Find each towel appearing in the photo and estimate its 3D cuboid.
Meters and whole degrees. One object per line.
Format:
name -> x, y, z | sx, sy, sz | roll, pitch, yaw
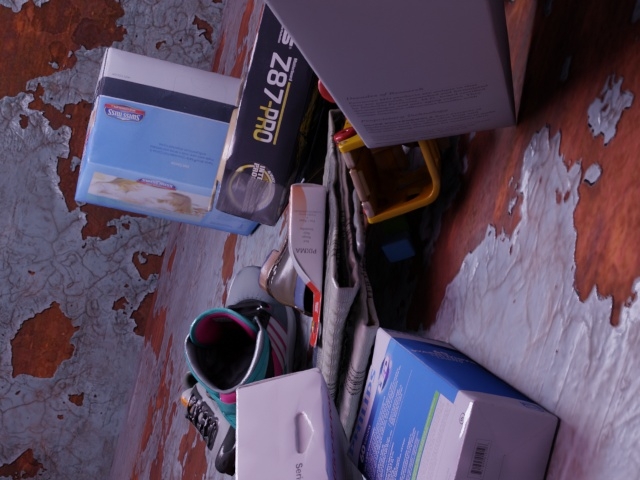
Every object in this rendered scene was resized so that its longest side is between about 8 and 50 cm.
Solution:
towel -> 0.026, 0.057, 1.305 | 0.312, 0.056, 0.324 | -90, 3, -46

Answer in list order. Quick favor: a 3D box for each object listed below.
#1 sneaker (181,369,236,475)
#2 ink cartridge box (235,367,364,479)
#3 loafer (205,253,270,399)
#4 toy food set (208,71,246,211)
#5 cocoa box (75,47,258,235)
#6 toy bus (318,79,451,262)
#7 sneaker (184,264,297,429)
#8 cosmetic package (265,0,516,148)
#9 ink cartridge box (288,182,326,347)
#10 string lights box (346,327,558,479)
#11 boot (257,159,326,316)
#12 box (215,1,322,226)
sneaker -> -0.180, 0.300, 1.863 | 0.271, 0.108, 0.100 | -115, 42, -65
ink cartridge box -> -0.011, 0.258, 1.093 | 0.160, 0.092, 0.219 | -95, -11, -50
loafer -> -0.114, 0.145, 1.783 | 0.096, 0.084, 0.268 | -131, 55, -72
toy food set -> -0.124, -0.141, 1.661 | 0.132, 0.038, 0.192 | -90, 15, -64
cocoa box -> -0.254, -0.171, 2.046 | 0.231, 0.347, 0.228 | 138, 141, -67
toy bus -> 0.084, -0.100, 1.190 | 0.191, 0.104, 0.202 | 45, -149, -61
sneaker -> -0.117, 0.127, 1.587 | 0.178, 0.123, 0.296 | 59, -161, -50
cosmetic package -> 0.065, -0.223, 0.904 | 0.365, 0.155, 0.197 | 40, -136, -70
ink cartridge box -> -0.021, 0.030, 1.284 | 0.145, 0.045, 0.179 | 126, 149, -86
string lights box -> 0.102, 0.171, 0.961 | 0.259, 0.076, 0.133 | -146, 69, -75
boot -> 0.000, 0.000, 1.551 | 0.106, 0.082, 0.219 | 39, 109, 46
box -> -0.045, -0.216, 1.602 | 0.395, 0.097, 0.318 | -68, -5, -77
